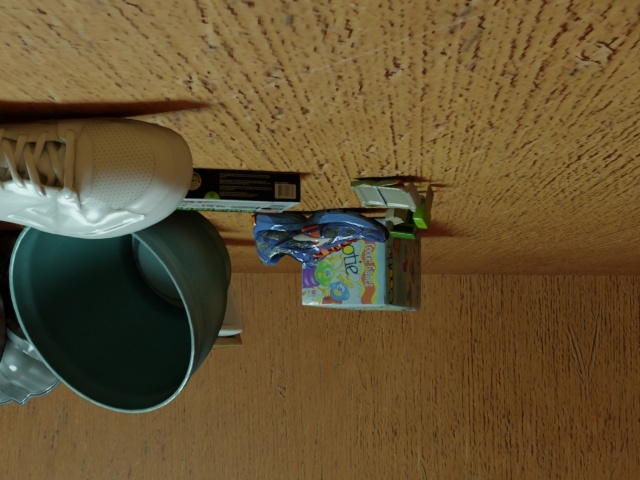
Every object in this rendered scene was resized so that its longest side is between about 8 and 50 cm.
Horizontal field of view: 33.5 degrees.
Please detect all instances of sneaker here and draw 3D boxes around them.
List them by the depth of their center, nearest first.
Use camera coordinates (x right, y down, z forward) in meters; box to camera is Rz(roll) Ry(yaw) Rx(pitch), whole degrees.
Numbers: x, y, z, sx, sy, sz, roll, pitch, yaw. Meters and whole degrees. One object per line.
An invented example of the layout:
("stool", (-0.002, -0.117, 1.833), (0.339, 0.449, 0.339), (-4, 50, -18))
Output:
("sneaker", (-0.267, -0.057, 0.878), (0.293, 0.108, 0.169), (-1, 178, 23))
("sneaker", (0.000, 0.000, 1.622), (0.221, 0.087, 0.083), (-2, 175, 23))

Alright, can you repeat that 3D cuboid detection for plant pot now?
("plant pot", (-0.243, 0.059, 1.447), (0.293, 0.293, 0.196), (-3, -160, 30))

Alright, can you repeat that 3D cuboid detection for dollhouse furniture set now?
("dollhouse furniture set", (0.097, -0.058, 1.327), (0.076, 0.058, 0.151), (6, 158, 22))

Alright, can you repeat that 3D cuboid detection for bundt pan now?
("bundt pan", (-0.577, 0.128, 1.933), (0.331, 0.330, 0.124), (-2, 161, 25))

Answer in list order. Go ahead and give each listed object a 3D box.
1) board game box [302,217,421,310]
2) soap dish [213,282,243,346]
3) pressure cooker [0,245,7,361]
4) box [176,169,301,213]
("board game box", (0.076, 0.046, 1.828), (0.142, 0.144, 0.275), (-1, 174, 17))
("soap dish", (-0.297, 0.106, 2.014), (0.118, 0.228, 0.291), (-34, 155, 34))
("pressure cooker", (-0.692, 0.145, 1.678), (0.370, 0.375, 0.420), (-2, 175, -10))
("box", (-0.136, -0.058, 1.256), (0.207, 0.036, 0.114), (2, 175, -15))
